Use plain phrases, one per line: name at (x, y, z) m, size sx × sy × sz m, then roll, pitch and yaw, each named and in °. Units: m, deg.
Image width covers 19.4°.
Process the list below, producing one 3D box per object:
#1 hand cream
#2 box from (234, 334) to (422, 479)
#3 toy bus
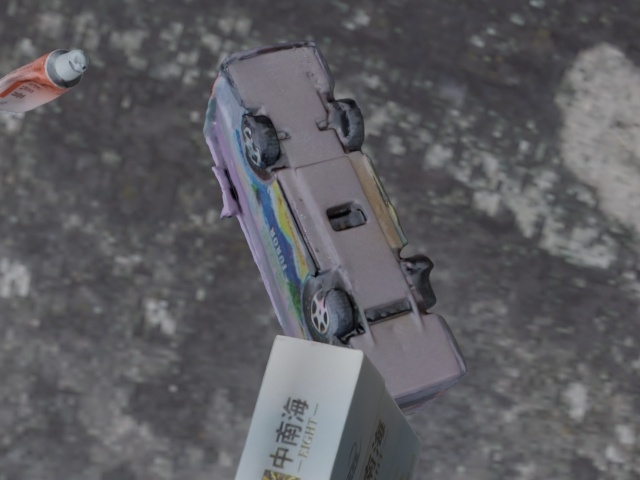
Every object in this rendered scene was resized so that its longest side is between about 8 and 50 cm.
hand cream at (-0.281, -0.149, 1.810) m, size 0.216 × 0.052 × 0.038 m, roll -18°, pitch 39°, yaw 56°
box at (0.005, 0.175, 1.291) m, size 0.067 × 0.243 × 0.155 m, roll 10°, pitch 73°, yaw 16°
toy bus at (0.000, 0.000, 1.528) m, size 0.317 × 0.112 × 0.138 m, roll 68°, pitch 152°, yaw 19°
